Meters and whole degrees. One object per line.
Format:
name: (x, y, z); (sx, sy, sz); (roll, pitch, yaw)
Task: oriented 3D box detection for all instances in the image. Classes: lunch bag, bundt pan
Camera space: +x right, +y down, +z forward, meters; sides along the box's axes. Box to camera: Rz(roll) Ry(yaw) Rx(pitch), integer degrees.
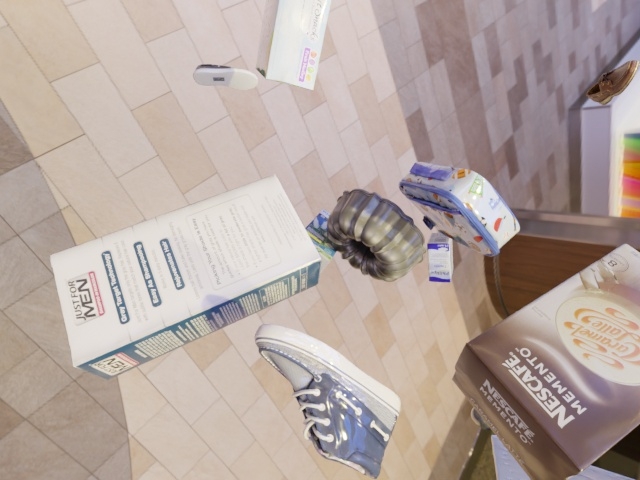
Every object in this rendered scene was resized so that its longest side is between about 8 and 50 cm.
lunch bag: (0.330, -0.092, 1.021); (0.243, 0.303, 0.115); (41, 90, -22)
bundt pan: (0.151, 0.005, 1.242); (0.124, 0.331, 0.331); (-50, 125, -22)

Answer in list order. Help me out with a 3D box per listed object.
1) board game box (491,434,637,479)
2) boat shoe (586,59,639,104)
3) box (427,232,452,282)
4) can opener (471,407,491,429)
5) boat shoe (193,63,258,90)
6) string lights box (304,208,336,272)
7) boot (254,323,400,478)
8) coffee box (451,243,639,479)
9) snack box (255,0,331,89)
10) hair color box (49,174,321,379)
board game box: (0.576, 0.549, 0.860); (0.390, 0.390, 0.050); (29, 72, -66)
boat shoe: (0.794, -0.430, 1.103); (0.178, 0.060, 0.064); (47, 64, -79)
box: (0.403, 0.055, 1.353); (0.126, 0.072, 0.137); (-39, 124, -62)
can opener: (0.290, 0.254, 0.696); (0.095, 0.076, 0.283); (-53, 154, 2)
boat shoe: (-0.212, -0.372, 0.905); (0.142, 0.049, 0.040); (2, 56, -9)
string lights box: (0.000, 0.000, 1.389); (0.133, 0.077, 0.260); (37, 32, 0)
boot: (0.002, 0.166, 0.415); (0.190, 0.069, 0.086); (35, 55, -14)
coffee box: (0.289, 0.127, 0.435); (0.246, 0.141, 0.098); (-26, 142, -16)
snack box: (-0.040, -0.315, 0.563); (0.070, 0.207, 0.174); (8, 115, -15)
hair color box: (-0.190, 0.047, 0.615); (0.347, 0.174, 0.105); (-22, 155, -15)
